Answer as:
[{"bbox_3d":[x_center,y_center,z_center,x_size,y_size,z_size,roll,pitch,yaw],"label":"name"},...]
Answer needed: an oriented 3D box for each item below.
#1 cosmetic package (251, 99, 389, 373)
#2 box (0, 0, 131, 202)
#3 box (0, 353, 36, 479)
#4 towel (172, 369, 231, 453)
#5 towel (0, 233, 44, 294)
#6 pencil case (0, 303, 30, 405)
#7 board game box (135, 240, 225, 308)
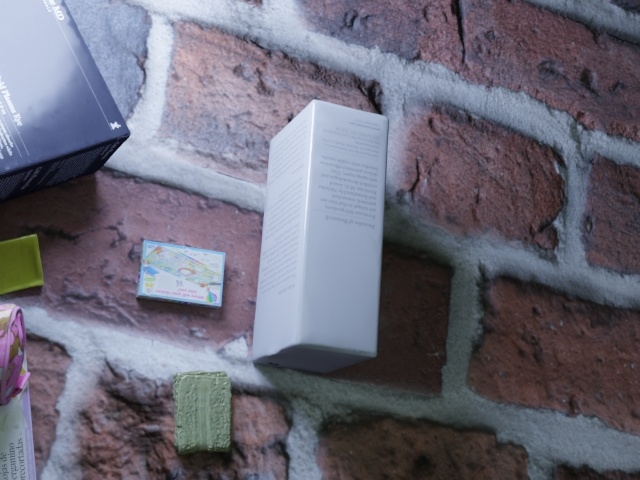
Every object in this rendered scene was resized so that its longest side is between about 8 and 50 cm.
[{"bbox_3d":[0.000,0.000,1.876,0.162,0.230,0.453,11,72,-21],"label":"cosmetic package"},{"bbox_3d":[-0.550,-0.250,1.712,0.313,0.179,0.343,-24,85,-37],"label":"box"},{"bbox_3d":[-0.511,0.279,1.672,0.063,0.067,0.323,-3,78,-22],"label":"box"},{"bbox_3d":[-0.210,0.305,1.814,0.110,0.027,0.148,3,73,-23],"label":"towel"},{"bbox_3d":[-0.583,0.059,1.695,0.237,0.021,0.102,-14,123,-26],"label":"towel"},{"bbox_3d":[-0.646,0.162,1.557,0.386,0.167,0.160,4,71,-7],"label":"pencil case"},{"bbox_3d":[-0.255,0.063,1.863,0.154,0.026,0.103,10,72,-20],"label":"board game box"}]
